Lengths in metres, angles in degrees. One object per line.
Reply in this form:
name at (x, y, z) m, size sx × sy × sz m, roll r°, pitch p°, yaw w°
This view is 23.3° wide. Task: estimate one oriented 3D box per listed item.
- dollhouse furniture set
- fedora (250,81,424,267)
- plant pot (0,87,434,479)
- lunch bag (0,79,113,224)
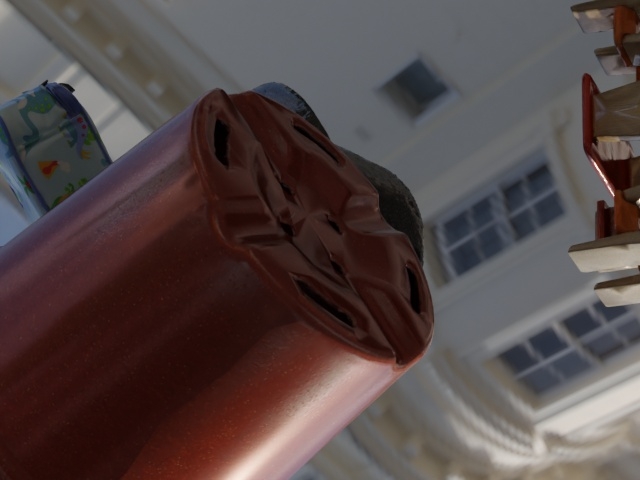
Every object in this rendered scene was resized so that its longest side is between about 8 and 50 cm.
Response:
dollhouse furniture set at (0.284, -0.058, 1.435) m, size 0.259 × 0.135 × 0.262 m, roll 45°, pitch -137°, yaw -52°
fedora at (0.000, 0.000, 1.566) m, size 0.153 × 0.334 × 0.334 m, roll 3°, pitch -118°, yaw -27°
plant pot at (-0.091, 0.062, 0.957) m, size 0.272 × 0.265 × 0.272 m, roll 38°, pitch -153°, yaw -24°
lunch bag at (-0.239, -0.040, 1.482) m, size 0.090 × 0.176 × 0.219 m, roll -30°, pitch -87°, yaw -17°
